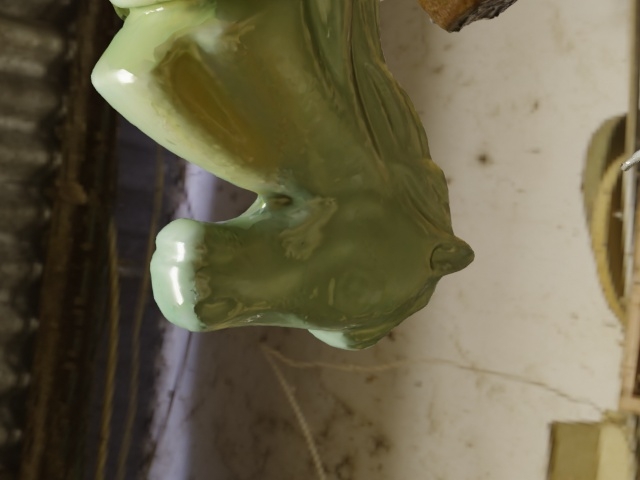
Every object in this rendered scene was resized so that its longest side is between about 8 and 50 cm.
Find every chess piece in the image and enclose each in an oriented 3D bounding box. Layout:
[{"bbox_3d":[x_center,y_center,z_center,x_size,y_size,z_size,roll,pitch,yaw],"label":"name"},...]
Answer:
[{"bbox_3d":[-0.027,-0.073,0.587,0.176,0.176,0.298,-38,-62,-43],"label":"chess piece"}]

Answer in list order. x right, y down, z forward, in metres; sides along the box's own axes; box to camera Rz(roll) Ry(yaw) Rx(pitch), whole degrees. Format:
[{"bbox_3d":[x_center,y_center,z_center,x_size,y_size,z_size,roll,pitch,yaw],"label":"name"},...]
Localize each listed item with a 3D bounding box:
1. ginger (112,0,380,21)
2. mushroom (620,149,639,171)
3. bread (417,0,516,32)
[{"bbox_3d":[-0.036,-0.223,1.011,0.137,0.290,0.089,74,-171,-87],"label":"ginger"},{"bbox_3d":[0.338,-0.107,1.016,0.306,0.043,0.068,118,162,-61],"label":"mushroom"},{"bbox_3d":[0.182,-0.278,0.680,0.113,0.417,0.165,-27,-90,-42],"label":"bread"}]
